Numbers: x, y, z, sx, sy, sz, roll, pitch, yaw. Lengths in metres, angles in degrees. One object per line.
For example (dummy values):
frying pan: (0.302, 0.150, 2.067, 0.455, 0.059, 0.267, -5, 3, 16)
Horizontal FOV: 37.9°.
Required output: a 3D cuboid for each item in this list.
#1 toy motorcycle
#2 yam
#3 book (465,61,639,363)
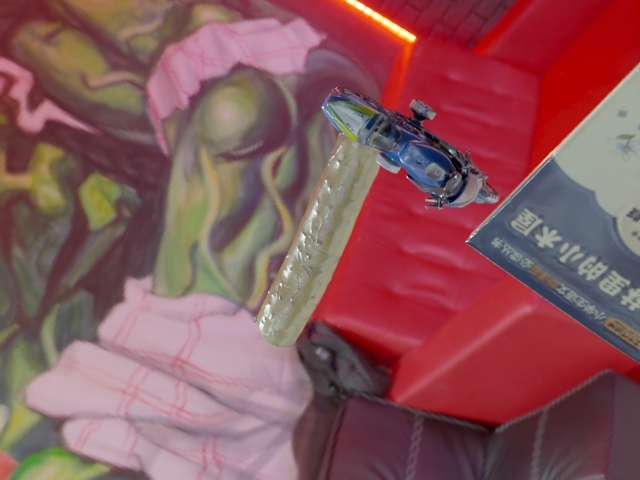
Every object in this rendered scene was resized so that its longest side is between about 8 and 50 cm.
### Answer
toy motorcycle: (0.114, -0.106, 1.114, 0.092, 0.254, 0.135, -55, 10, 18)
yam: (0.000, 0.000, 1.359, 0.083, 0.083, 0.371, -82, 16, -60)
book: (0.299, -0.027, 0.771, 0.322, 0.228, 0.018, -53, 3, 44)
